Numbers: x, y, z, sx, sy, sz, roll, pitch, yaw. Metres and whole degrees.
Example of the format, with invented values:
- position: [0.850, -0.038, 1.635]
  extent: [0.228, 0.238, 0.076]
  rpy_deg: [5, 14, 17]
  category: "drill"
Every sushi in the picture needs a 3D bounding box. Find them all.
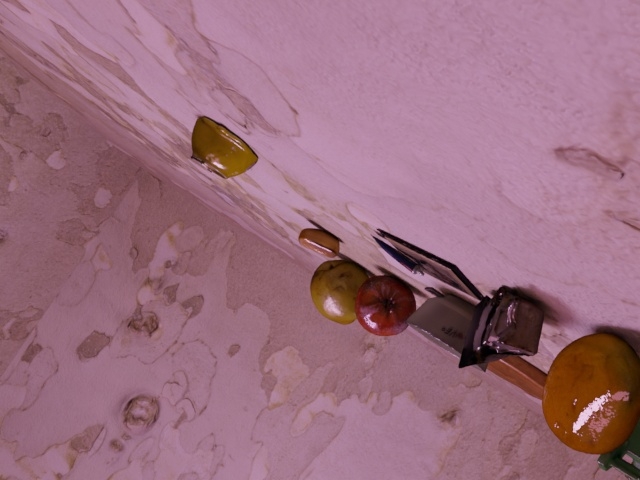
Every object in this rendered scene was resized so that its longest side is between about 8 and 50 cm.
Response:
- position: [0.333, 0.149, 1.266]
  extent: [0.109, 0.134, 0.273]
  rpy_deg: [19, 159, 1]
  category: "sushi"

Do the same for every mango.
- position: [0.415, 0.230, 1.129]
  extent: [0.119, 0.176, 0.317]
  rpy_deg: [5, 157, 5]
  category: "mango"

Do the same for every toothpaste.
- position: [0.155, 0.031, 1.497]
  extent: [0.140, 0.021, 0.037]
  rpy_deg: [38, 177, 29]
  category: "toothpaste"

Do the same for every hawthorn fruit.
- position: [0.171, 0.178, 2.009]
  extent: [0.173, 0.172, 0.173]
  rpy_deg: [32, 174, 4]
  category: "hawthorn fruit"

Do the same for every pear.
- position: [0.063, 0.153, 2.265]
  extent: [0.200, 0.200, 0.200]
  rpy_deg: [32, 174, 4]
  category: "pear"

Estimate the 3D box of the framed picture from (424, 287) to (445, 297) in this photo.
- position: [0.295, 0.139, 1.798]
  extent: [0.089, 0.006, 0.066]
  rpy_deg: [33, 174, -4]
  category: "framed picture"

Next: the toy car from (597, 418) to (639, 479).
- position: [0.610, 0.373, 1.251]
  extent: [0.213, 0.176, 0.359]
  rpy_deg: [29, 174, 40]
  category: "toy car"

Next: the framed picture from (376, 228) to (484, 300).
- position: [0.220, 0.053, 1.477]
  extent: [0.199, 0.010, 0.195]
  rpy_deg: [28, 172, 39]
  category: "framed picture"

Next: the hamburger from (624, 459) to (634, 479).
- position: [0.893, 0.601, 1.838]
  extent: [0.266, 0.134, 0.285]
  rpy_deg: [29, -177, -34]
  category: "hamburger"

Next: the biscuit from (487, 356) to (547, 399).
- position: [0.553, 0.376, 2.139]
  extent: [0.312, 0.057, 0.351]
  rpy_deg: [33, 174, 10]
  category: "biscuit"

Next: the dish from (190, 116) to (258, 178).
- position: [-0.209, -0.178, 1.526]
  extent: [0.149, 0.080, 0.207]
  rpy_deg: [32, 175, 4]
  category: "dish"

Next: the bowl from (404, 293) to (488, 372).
- position: [0.309, 0.197, 1.693]
  extent: [0.211, 0.112, 0.211]
  rpy_deg: [33, 173, 5]
  category: "bowl"

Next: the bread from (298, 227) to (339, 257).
- position: [0.000, 0.000, 1.973]
  extent: [0.115, 0.056, 0.082]
  rpy_deg: [23, 162, 4]
  category: "bread"

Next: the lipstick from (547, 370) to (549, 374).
- position: [0.580, 0.328, 1.769]
  extent: [0.027, 0.027, 0.176]
  rpy_deg: [33, 176, -5]
  category: "lipstick"
